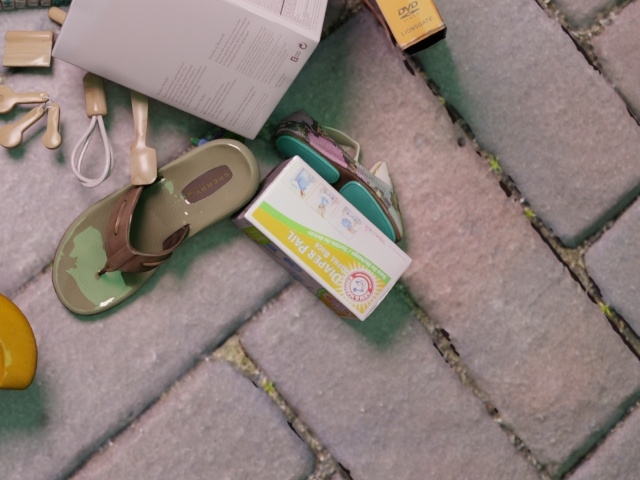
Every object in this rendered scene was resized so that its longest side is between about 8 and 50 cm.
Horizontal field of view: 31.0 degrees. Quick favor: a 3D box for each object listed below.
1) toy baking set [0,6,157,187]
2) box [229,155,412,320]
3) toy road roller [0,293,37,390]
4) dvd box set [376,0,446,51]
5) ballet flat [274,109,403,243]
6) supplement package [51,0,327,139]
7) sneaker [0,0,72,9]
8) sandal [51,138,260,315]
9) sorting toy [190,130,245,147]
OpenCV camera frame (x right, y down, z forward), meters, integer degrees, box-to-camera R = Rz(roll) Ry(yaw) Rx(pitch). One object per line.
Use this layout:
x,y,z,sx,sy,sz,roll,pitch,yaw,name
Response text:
-0.291,-0.173,1.428,0.256,0.030,0.196,25,78,5,toy baking set
0.000,0.000,1.472,0.203,0.114,0.103,42,79,-10,box
-0.452,0.064,1.322,0.240,0.202,0.329,11,79,-35,toy road roller
0.034,-0.426,1.404,0.062,0.307,0.420,-27,93,9,dvd box set
0.039,-0.091,1.513,0.221,0.077,0.079,41,60,-8,ballet flat
-0.145,-0.292,1.364,0.263,0.199,0.198,22,51,-16,supplement package
-0.377,-0.330,1.430,0.166,0.065,0.076,-8,82,-22,sneaker
-0.211,-0.023,1.416,0.303,0.086,0.120,-38,97,6,sandal
-0.143,-0.111,1.480,0.042,0.061,0.102,27,72,23,sorting toy
